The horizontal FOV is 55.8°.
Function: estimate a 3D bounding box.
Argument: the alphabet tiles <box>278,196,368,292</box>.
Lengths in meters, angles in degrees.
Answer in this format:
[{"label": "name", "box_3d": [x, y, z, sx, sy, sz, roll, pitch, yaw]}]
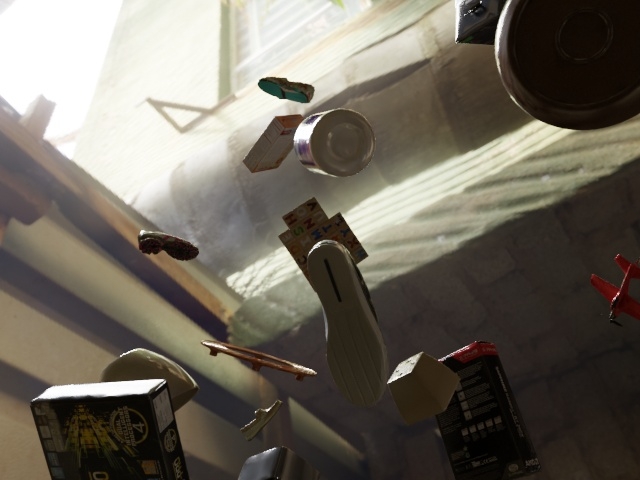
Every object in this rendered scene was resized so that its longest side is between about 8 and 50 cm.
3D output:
[{"label": "alphabet tiles", "box_3d": [0.000, 0.000, 1.759, 0.237, 0.198, 0.009, 57, 163, 0]}]

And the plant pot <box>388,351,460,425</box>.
[{"label": "plant pot", "box_3d": [0.205, 0.297, 1.249, 0.096, 0.109, 0.109, 51, -141, -2]}]

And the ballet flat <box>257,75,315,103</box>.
[{"label": "ballet flat", "box_3d": [-0.122, -0.570, 2.267, 0.077, 0.241, 0.091, -54, -26, -28]}]

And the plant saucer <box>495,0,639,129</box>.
[{"label": "plant saucer", "box_3d": [0.439, -0.338, 1.001, 0.050, 0.311, 0.310, -22, -97, -55]}]

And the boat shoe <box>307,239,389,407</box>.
[{"label": "boat shoe", "box_3d": [0.070, 0.156, 1.202, 0.119, 0.121, 0.334, -18, -85, -69]}]

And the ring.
[{"label": "ring", "box_3d": [-0.174, 0.337, 1.688, 0.337, 0.337, 0.032, 28, -104, -59]}]

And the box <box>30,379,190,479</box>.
[{"label": "box", "box_3d": [-0.476, 0.529, 1.423, 0.097, 0.319, 0.394, -42, -55, -69]}]

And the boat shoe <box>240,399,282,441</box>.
[{"label": "boat shoe", "box_3d": [-0.160, 0.477, 1.630, 0.045, 0.135, 0.050, 43, 167, 8]}]

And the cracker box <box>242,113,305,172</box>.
[{"label": "cracker box", "box_3d": [-0.160, -0.352, 2.189, 0.067, 0.232, 0.156, 52, -146, 12]}]

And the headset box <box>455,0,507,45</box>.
[{"label": "headset box", "box_3d": [0.528, -0.622, 1.632, 0.246, 0.283, 0.131, -174, 84, -75]}]

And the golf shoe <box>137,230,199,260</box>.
[{"label": "golf shoe", "box_3d": [-0.457, 0.007, 1.828, 0.186, 0.067, 0.086, 15, -151, -29]}]

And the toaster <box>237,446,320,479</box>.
[{"label": "toaster", "box_3d": [-0.105, 0.641, 1.588, 0.168, 0.186, 0.110, 44, -145, -23]}]

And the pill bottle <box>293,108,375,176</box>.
[{"label": "pill bottle", "box_3d": [0.027, -0.277, 1.728, 0.181, 0.182, 0.323, 56, 174, -14]}]

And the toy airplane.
[{"label": "toy airplane", "box_3d": [0.547, 0.090, 1.085, 0.028, 0.151, 0.151, -9, -116, -26]}]

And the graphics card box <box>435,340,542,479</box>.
[{"label": "graphics card box", "box_3d": [0.446, 0.502, 1.723, 0.094, 0.233, 0.370, 13, -128, -41]}]

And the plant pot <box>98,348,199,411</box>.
[{"label": "plant pot", "box_3d": [-0.516, 0.422, 1.714, 0.191, 0.284, 0.284, 53, -164, 13]}]
